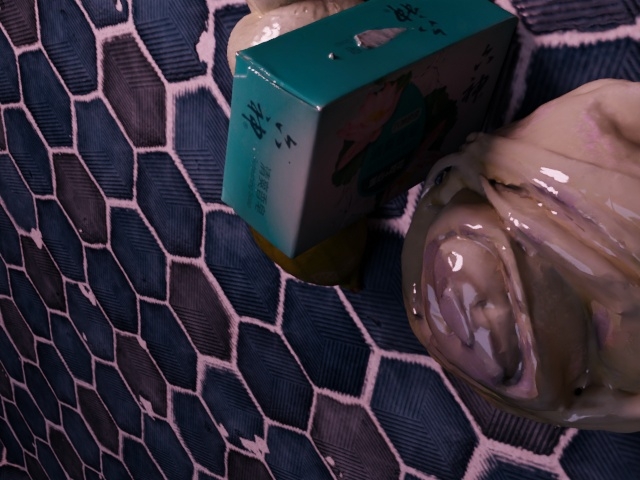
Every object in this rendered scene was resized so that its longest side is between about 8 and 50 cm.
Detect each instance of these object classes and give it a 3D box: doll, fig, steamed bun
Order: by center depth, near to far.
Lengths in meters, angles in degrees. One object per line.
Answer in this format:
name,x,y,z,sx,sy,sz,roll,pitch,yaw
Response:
steamed bun,0.187,0.031,0.707,0.280,0.207,0.268,-26,92,53
doll,-0.037,-0.258,0.873,0.149,0.175,0.278,-13,99,24
fig,0.007,-0.017,1.011,0.133,0.185,0.127,31,97,42

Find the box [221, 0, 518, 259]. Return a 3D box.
box,0.041,-0.110,0.757,0.092,0.245,0.153,39,140,27
